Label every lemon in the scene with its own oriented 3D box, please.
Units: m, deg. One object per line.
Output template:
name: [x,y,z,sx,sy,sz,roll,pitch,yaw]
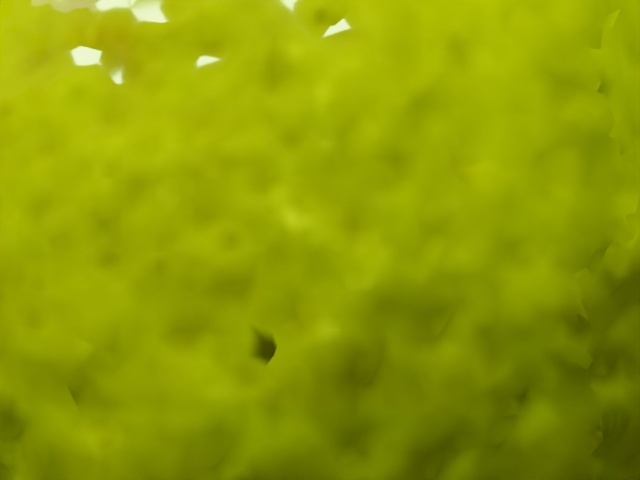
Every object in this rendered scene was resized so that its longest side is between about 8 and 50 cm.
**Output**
lemon: [0.000,0.000,0.554,0.349,0.387,0.350,3,-1,0]
